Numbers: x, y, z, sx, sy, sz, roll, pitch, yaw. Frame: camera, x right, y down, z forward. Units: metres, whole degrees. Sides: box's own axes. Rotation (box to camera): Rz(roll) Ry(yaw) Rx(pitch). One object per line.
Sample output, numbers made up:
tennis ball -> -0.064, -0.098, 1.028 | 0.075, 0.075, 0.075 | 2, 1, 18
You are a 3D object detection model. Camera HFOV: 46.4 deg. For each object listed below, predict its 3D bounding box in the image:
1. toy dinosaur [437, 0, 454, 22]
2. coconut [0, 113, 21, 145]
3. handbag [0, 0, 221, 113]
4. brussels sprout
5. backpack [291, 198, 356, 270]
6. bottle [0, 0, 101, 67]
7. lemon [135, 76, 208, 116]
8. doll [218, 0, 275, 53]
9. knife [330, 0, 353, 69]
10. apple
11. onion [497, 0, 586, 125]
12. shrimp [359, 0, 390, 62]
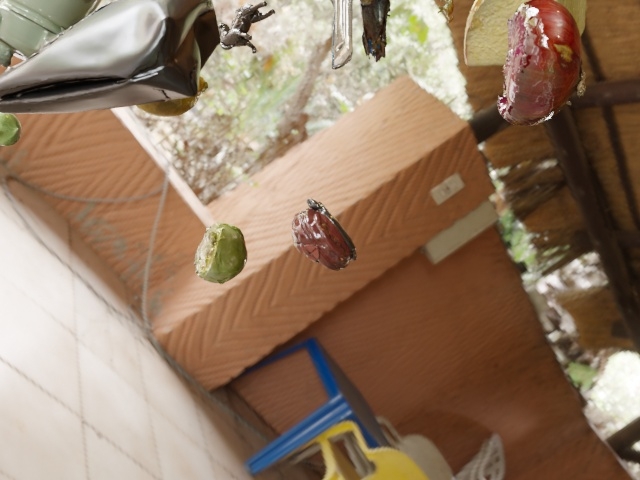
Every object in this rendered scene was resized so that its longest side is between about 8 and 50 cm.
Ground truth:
toy dinosaur -> 0.320, -0.599, 1.901 | 0.026, 0.041, 0.113 | 111, -14, -63
coconut -> -0.803, -0.283, 1.895 | 0.096, 0.087, 0.088 | 6, -27, 28
handbag -> -0.307, -0.269, 1.094 | 0.342, 0.288, 0.152 | -88, 166, -62
brussels sprout -> -0.242, 0.037, 1.898 | 0.122, 0.151, 0.149 | 10, 40, -28
backpack -> 0.002, -0.002, 2.102 | 0.229, 0.139, 0.229 | 50, 8, -10
bottle -> -0.584, -0.520, 1.619 | 0.229, 0.351, 0.229 | 25, -1, 1
lemon -> -0.462, -0.462, 2.221 | 0.188, 0.257, 0.188 | 178, -90, -77
doll -> -0.208, -0.556, 1.945 | 0.165, 0.139, 0.057 | 21, -2, 38
knife -> 0.054, -0.546, 1.839 | 0.043, 0.089, 0.365 | 23, 47, -28
apple -> 0.480, -0.507, 1.676 | 0.252, 0.314, 0.309 | 40, 40, -1
onion -> 0.416, -0.336, 1.421 | 0.248, 0.161, 0.248 | 172, -90, -86
shrimp -> 0.190, -0.601, 1.898 | 0.054, 0.222, 0.290 | 40, -44, 45
